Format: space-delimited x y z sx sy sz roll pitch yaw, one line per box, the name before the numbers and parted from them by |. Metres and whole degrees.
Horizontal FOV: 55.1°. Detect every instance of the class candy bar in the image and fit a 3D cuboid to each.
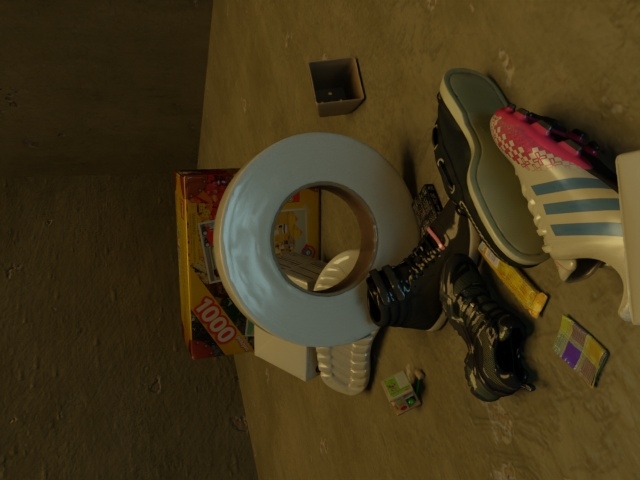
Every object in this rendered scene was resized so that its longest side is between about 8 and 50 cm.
candy bar | 0.276 0.046 0.898 0.161 0.018 0.040 -117 33 -48

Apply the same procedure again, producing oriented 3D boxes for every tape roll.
tape roll | 0.000 0.000 1.125 0.072 0.391 0.392 179 87 -70

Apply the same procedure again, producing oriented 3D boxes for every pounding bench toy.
pounding bench toy | 0.173 0.294 1.207 0.065 0.083 0.052 60 -177 -40

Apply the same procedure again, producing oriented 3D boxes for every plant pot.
plant pot | 0.030 -0.340 1.396 0.096 0.108 0.109 107 154 -72

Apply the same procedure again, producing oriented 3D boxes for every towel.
towel | 0.329 0.140 0.783 0.083 0.009 0.060 -122 32 -52

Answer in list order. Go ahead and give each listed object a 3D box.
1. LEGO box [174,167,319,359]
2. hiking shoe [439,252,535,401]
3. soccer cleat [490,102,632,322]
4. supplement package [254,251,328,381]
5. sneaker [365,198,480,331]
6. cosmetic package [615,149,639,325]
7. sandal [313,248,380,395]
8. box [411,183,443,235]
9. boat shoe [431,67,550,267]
LEGO box | -0.203 0.047 1.731 0.193 0.372 0.501 -148 56 -66
hiking shoe | 0.255 0.118 0.911 0.114 0.086 0.227 -35 66 52
soccer cleat | 0.279 -0.042 0.701 0.143 0.116 0.331 -65 33 25
supplement package | -0.053 0.188 1.576 0.204 0.145 0.262 17 113 42
sneaker | 0.162 0.048 1.031 0.105 0.146 0.296 -113 28 -46
cosmetic package | 0.355 -0.010 0.463 0.183 0.151 0.152 173 92 -71
sandal | 0.066 0.174 1.385 0.102 0.169 0.416 -53 -22 -52
box | 0.195 -0.050 1.106 0.067 0.018 0.083 114 146 -54
boat shoe | 0.225 -0.089 0.856 0.113 0.127 0.340 110 151 -52
